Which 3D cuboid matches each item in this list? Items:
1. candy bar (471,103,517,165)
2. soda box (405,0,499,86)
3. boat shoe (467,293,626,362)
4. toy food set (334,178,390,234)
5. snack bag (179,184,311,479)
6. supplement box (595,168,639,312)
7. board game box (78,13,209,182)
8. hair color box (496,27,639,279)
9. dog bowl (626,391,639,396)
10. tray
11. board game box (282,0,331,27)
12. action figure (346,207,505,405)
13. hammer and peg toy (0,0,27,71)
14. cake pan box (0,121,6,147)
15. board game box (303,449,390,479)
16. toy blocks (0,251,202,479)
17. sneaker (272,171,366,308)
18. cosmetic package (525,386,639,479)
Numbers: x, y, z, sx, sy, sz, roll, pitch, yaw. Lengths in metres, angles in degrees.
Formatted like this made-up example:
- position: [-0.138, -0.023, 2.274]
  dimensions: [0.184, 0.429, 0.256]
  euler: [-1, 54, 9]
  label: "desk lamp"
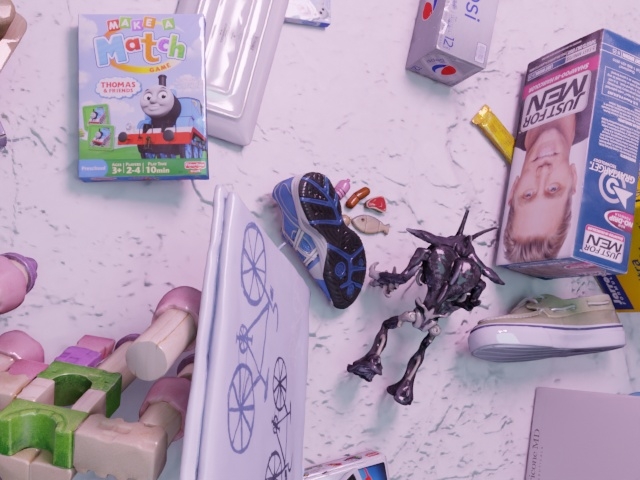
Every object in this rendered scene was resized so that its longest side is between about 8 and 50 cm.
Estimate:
- position: [0.305, -0.148, 1.194]
  dimensions: [0.161, 0.018, 0.040]
  euler: [48, 70, -12]
  label: "candy bar"
- position: [0.218, -0.393, 1.141]
  dimensions: [0.091, 0.098, 0.286]
  euler: [17, 78, -19]
  label: "soda box"
- position: [0.347, 0.132, 1.150]
  dimensions: [0.303, 0.109, 0.094]
  euler: [3, 67, -31]
  label: "boat shoe"
- position: [0.050, -0.051, 1.077]
  dimensions: [0.122, 0.019, 0.077]
  euler: [5, 82, -22]
  label: "toy food set"
- position: [-0.069, 0.148, 0.849]
  dimensions: [0.037, 0.342, 0.322]
  euler: [-3, 69, 13]
  label: "snack bag"
- position: [0.592, -0.022, 1.116]
  dimensions: [0.194, 0.357, 0.195]
  euler: [-34, 97, -23]
  label: "supplement box"
- position: [-0.225, -0.182, 0.944]
  dimensions: [0.160, 0.039, 0.211]
  euler: [-2, 84, -5]
  label: "board game box"
- position: [0.382, -0.122, 1.119]
  dimensions: [0.105, 0.174, 0.346]
  euler: [15, 78, -21]
  label: "hair color box"
- position: [0.618, 0.349, 1.243]
  dimensions: [0.298, 0.074, 0.165]
  euler: [12, 80, -22]
  label: "dog bowl"
- position: [-0.129, -0.276, 1.010]
  dimensions: [0.145, 0.030, 0.270]
  euler: [16, 80, -15]
  label: "tray"
- position: [-0.029, -0.362, 1.077]
  dimensions: [0.090, 0.020, 0.090]
  euler: [2, 84, -22]
  label: "board game box"
- position: [0.142, 0.083, 1.040]
  dimensions: [0.164, 0.141, 0.275]
  euler: [30, 89, -15]
  label: "action figure"
- position: [-0.481, -0.151, 0.700]
  dimensions: [0.266, 0.127, 0.361]
  euler: [33, 63, -25]
  label: "hammer and peg toy"
- position: [-0.529, -0.175, 0.824]
  dimensions: [0.267, 0.070, 0.245]
  euler: [-27, 93, -23]
  label: "cake pan box"
- position: [0.020, 0.457, 0.992]
  dimensions: [0.193, 0.053, 0.305]
  euler: [-8, 88, -22]
  label: "board game box"
- position: [-0.261, 0.174, 0.840]
  dimensions: [0.289, 0.260, 0.308]
  euler: [9, 106, 7]
  label: "toy blocks"
- position: [0.000, 0.000, 1.025]
  dimensions: [0.080, 0.081, 0.211]
  euler: [-37, 117, -37]
  label: "sneaker"
- position: [0.464, 0.318, 1.023]
  dimensions: [0.155, 0.366, 0.196]
  euler: [15, 76, -22]
  label: "cosmetic package"
